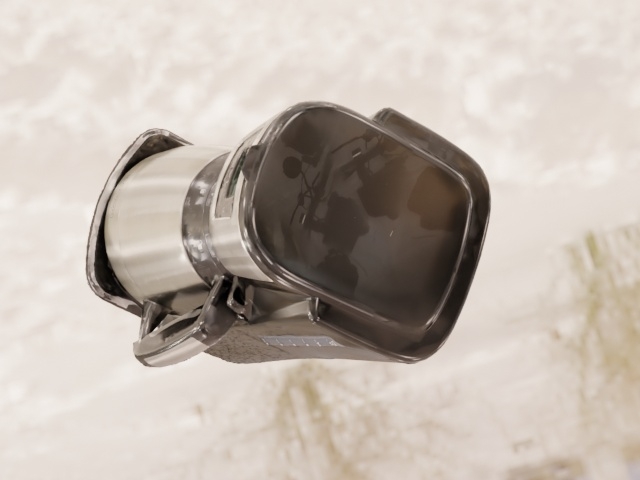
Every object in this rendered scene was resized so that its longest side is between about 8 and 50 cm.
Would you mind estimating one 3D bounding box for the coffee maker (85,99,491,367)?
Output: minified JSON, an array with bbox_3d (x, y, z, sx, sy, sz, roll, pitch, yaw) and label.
[{"bbox_3d":[0.000,0.000,0.871,0.171,0.120,0.178,1,177,-31],"label":"coffee maker"}]
